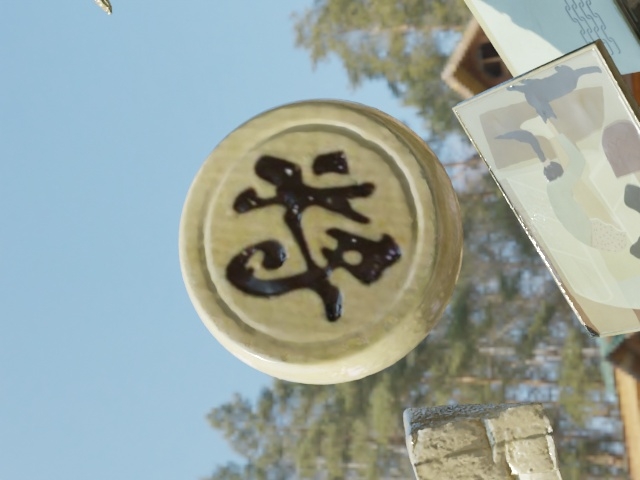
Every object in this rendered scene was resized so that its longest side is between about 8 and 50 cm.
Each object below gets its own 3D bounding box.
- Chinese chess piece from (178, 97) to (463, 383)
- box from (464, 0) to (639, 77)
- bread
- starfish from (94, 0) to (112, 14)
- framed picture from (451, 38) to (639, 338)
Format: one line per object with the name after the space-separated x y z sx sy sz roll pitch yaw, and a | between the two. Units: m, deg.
0.000 0.000 0.999 0.104 0.257 0.257 34 -124 -73 | Chinese chess piece
0.199 -0.269 1.061 0.045 0.211 0.270 -47 -69 -23 | box
0.123 0.164 0.873 0.152 0.105 0.077 -21 -83 -87 | bread
-0.378 -0.404 1.583 0.223 0.050 0.217 51 -169 -20 | starfish
0.185 -0.025 0.750 0.010 0.136 0.201 -38 -79 -35 | framed picture
